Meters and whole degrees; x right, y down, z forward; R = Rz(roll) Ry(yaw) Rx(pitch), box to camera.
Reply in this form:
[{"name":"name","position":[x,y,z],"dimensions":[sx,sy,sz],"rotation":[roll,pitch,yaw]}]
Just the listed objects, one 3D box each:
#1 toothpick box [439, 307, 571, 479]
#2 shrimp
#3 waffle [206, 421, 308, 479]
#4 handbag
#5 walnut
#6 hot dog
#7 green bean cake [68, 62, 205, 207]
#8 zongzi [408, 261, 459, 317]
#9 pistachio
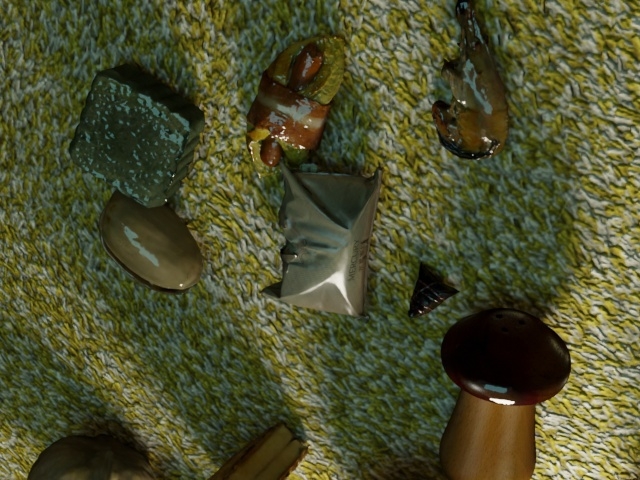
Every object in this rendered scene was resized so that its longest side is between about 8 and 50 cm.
[{"name":"toothpick box","position":[0.269,0.245,1.524],"dimensions":[0.192,0.192,0.294],"rotation":[14,122,16]},{"name":"shrimp","position":[0.192,-0.234,1.408],"dimensions":[0.117,0.066,0.262],"rotation":[-11,106,25]},{"name":"waffle","position":[-0.164,0.448,1.712],"dimensions":[0.091,0.308,0.213],"rotation":[50,121,3]},{"name":"handbag","position":[0.000,0.000,1.558],"dimensions":[0.182,0.117,0.271],"rotation":[6,117,2]},{"name":"walnut","position":[-0.434,0.482,1.878],"dimensions":[0.248,0.248,0.248],"rotation":[8,115,18]},{"name":"hot dog","position":[-0.048,-0.194,1.504],"dimensions":[0.123,0.093,0.262],"rotation":[25,119,9]},{"name":"green bean cake","position":[-0.291,-0.168,1.608],"dimensions":[0.185,0.094,0.183],"rotation":[32,118,8]},{"name":"zongzi","position":[0.180,0.084,1.561],"dimensions":[0.073,0.067,0.083],"rotation":[18,101,21]},{"name":"pistachio","position":[-0.285,0.003,1.678],"dimensions":[0.206,0.129,0.131],"rotation":[45,76,-7]}]
